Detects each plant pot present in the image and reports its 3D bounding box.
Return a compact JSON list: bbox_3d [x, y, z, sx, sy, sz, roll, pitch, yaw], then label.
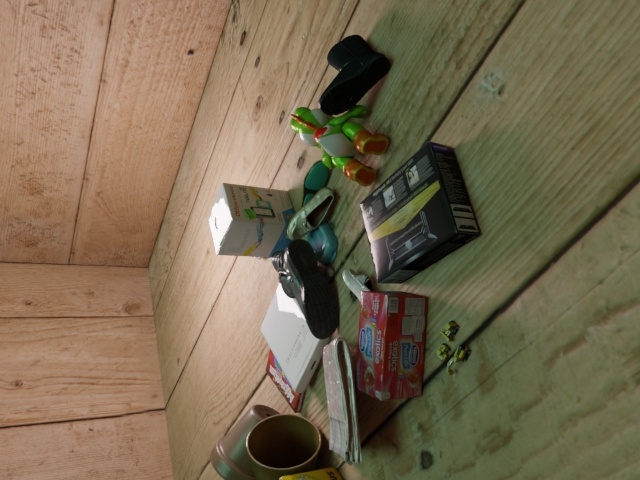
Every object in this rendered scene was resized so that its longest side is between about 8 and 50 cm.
[{"bbox_3d":[-0.116,0.747,1.664,0.237,0.237,0.254,36,131,56],"label":"plant pot"},{"bbox_3d":[-0.231,0.734,1.852,0.229,0.263,0.263,-62,33,3],"label":"plant pot"}]

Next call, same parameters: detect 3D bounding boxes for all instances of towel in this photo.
[{"bbox_3d":[0.051,0.441,1.435,0.332,0.053,0.317,111,155,-73],"label":"towel"}]

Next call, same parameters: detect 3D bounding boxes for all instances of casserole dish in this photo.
[{"bbox_3d":[0.000,0.000,1.719,0.114,0.037,0.188,-64,36,31],"label":"casserole dish"}]

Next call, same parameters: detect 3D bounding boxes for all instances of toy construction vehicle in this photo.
[{"bbox_3d":[0.298,0.247,1.176,0.086,0.035,0.098,54,131,48],"label":"toy construction vehicle"}]

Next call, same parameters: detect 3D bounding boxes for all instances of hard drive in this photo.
[{"bbox_3d":[-0.100,0.330,1.813,0.353,0.047,0.233,46,118,51],"label":"hard drive"}]

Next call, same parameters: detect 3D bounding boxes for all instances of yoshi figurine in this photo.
[{"bbox_3d":[0.060,-0.313,1.577,0.362,0.203,0.203,40,162,38],"label":"yoshi figurine"}]

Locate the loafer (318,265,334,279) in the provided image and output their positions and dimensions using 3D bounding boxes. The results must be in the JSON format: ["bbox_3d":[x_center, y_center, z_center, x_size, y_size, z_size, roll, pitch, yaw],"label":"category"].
[{"bbox_3d":[-0.001,0.106,1.703,0.125,0.039,0.045,2,87,60],"label":"loafer"}]

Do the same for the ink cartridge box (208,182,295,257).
[{"bbox_3d":[-0.258,-0.070,1.937,0.197,0.270,0.198,-57,41,39],"label":"ink cartridge box"}]

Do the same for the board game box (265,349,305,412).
[{"bbox_3d":[-0.128,0.492,1.886,0.281,0.027,0.145,34,116,56],"label":"board game box"}]

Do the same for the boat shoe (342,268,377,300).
[{"bbox_3d":[0.126,0.132,1.464,0.063,0.066,0.184,-56,37,19],"label":"boat shoe"}]

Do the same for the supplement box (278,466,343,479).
[{"bbox_3d":[-0.033,0.889,1.504,0.194,0.195,0.357,38,119,55],"label":"supplement box"}]

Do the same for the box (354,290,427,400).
[{"bbox_3d":[0.177,0.259,1.290,0.122,0.128,0.257,2,88,61],"label":"box"}]

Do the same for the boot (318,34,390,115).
[{"bbox_3d":[0.068,-0.500,1.536,0.246,0.094,0.207,-39,44,5],"label":"boot"}]

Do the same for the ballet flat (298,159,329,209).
[{"bbox_3d":[-0.032,-0.179,1.762,0.073,0.080,0.232,-111,38,-61],"label":"ballet flat"}]

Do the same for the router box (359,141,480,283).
[{"bbox_3d":[0.233,-0.058,1.281,0.309,0.081,0.243,-41,52,50],"label":"router box"}]

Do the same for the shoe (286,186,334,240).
[{"bbox_3d":[-0.032,-0.082,1.688,0.219,0.076,0.058,-51,35,11],"label":"shoe"}]

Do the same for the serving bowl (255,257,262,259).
[{"bbox_3d":[-0.251,0.040,2.151,0.083,0.027,0.083,-10,78,59],"label":"serving bowl"}]

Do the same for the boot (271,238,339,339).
[{"bbox_3d":[-0.054,0.170,1.709,0.222,0.118,0.338,-38,66,64],"label":"boot"}]
